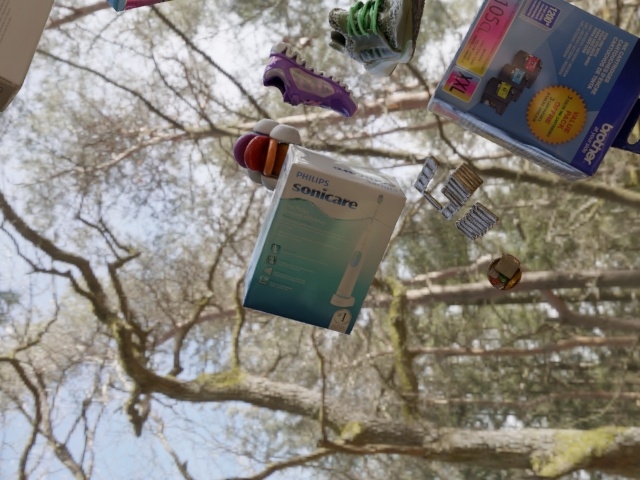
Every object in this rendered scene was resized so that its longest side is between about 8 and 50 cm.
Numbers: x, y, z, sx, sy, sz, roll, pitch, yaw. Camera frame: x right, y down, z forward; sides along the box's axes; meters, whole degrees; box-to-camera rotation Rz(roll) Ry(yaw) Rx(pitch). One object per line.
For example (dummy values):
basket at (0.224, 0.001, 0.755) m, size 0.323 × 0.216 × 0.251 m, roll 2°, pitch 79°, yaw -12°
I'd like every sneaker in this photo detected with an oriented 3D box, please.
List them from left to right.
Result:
sneaker at (-0.031, -0.331, 1.563) m, size 0.104 × 0.237 × 0.095 m, roll -58°, pitch 1°, yaw -19°
sneaker at (0.108, -0.461, 1.534) m, size 0.410 × 0.182 × 0.157 m, roll 155°, pitch 124°, yaw -79°

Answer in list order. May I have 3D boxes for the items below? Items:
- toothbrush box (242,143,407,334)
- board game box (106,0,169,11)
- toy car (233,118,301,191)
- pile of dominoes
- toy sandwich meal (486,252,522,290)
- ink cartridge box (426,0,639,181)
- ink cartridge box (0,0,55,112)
toothbrush box at (0.000, 0.000, 1.309) m, size 0.126 × 0.217 × 0.295 m, roll -100°, pitch 28°, yaw -65°
board game box at (-0.331, -0.573, 1.394) m, size 0.317 × 0.242 × 0.064 m, roll -30°, pitch -21°, yaw -40°
toy car at (-0.140, -0.207, 1.692) m, size 0.136 × 0.182 × 0.159 m, roll 2°, pitch -73°, yaw -35°
pile of dominoes at (0.297, -0.094, 1.522) m, size 0.196 × 0.040 × 0.251 m, roll 46°, pitch 173°, yaw 7°
toy sandwich meal at (0.418, 0.072, 1.600) m, size 0.029 × 0.086 × 0.085 m, roll 11°, pitch -104°, yaw -73°
ink cartridge box at (0.444, -0.290, 1.345) m, size 0.269 × 0.396 × 0.151 m, roll -63°, pitch -2°, yaw 3°
ink cartridge box at (-0.485, -0.343, 0.913) m, size 0.261 × 0.066 × 0.296 m, roll 29°, pitch -137°, yaw -32°
